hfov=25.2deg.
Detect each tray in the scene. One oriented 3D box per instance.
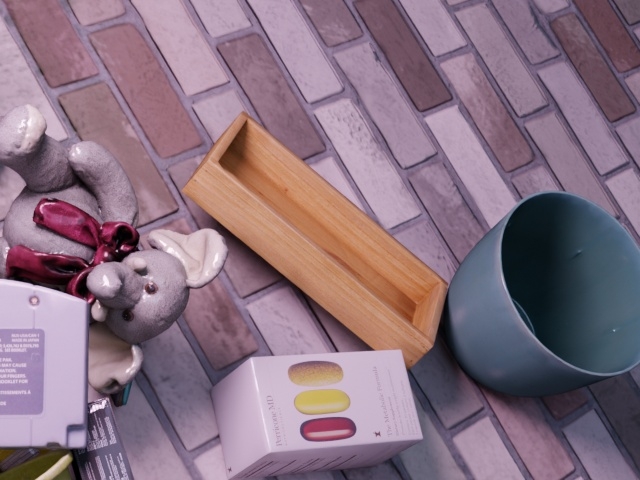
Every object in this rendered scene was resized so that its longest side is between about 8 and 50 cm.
[{"bbox_3d":[0.000,0.000,2.089,0.411,0.076,0.203,41,26,-8],"label":"tray"}]

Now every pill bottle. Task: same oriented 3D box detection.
[{"bbox_3d":[-0.369,0.263,1.774,0.065,0.065,0.116,-34,86,-39],"label":"pill bottle"}]

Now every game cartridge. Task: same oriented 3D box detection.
[{"bbox_3d":[-0.409,0.139,1.617,0.294,0.060,0.196,0,82,-4],"label":"game cartridge"}]

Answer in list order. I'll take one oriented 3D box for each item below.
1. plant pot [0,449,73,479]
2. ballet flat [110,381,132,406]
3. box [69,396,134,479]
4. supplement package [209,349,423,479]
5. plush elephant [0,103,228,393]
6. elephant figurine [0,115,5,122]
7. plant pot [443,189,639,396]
[{"bbox_3d":[-0.346,0.412,1.608,0.276,0.276,0.254,-30,94,-39],"label":"plant pot"},{"bbox_3d":[-0.265,0.125,1.914,0.074,0.074,0.203,25,59,-19],"label":"ballet flat"},{"bbox_3d":[-0.241,0.342,1.713,0.060,0.216,0.270,-17,75,-13],"label":"box"},{"bbox_3d":[-0.007,0.238,1.966,0.244,0.134,0.139,-1,66,-32],"label":"supplement package"},{"bbox_3d":[-0.277,0.035,1.774,0.255,0.272,0.330,31,1,28],"label":"plush elephant"},{"bbox_3d":[-0.503,-0.094,1.844,0.169,0.186,0.239,-14,54,9],"label":"elephant figurine"},{"bbox_3d":[0.325,0.104,2.176,0.293,0.235,0.293,14,60,-25],"label":"plant pot"}]
